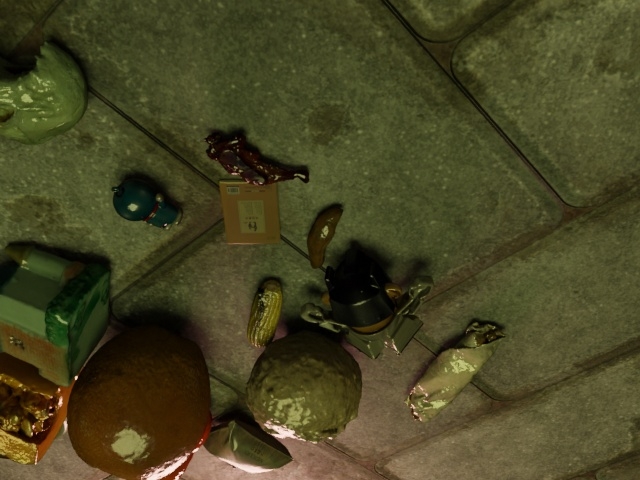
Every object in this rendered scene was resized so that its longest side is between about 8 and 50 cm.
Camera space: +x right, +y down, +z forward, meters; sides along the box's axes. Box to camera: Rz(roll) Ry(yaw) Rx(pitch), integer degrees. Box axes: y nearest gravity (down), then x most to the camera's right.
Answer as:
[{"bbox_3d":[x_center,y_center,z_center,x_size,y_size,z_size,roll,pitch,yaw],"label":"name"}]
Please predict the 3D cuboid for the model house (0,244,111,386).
[{"bbox_3d":[-0.665,0.135,1.536,0.325,0.194,0.267,20,134,1],"label":"model house"}]

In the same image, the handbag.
[{"bbox_3d":[-0.224,0.605,1.988,0.183,0.117,0.270,-24,130,32],"label":"handbag"}]

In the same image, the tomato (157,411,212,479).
[{"bbox_3d":[-0.411,0.536,1.848,0.180,0.259,0.259,27,130,2],"label":"tomato"}]

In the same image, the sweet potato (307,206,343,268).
[{"bbox_3d":[-0.002,0.000,1.458,0.053,0.054,0.182,18,134,-3],"label":"sweet potato"}]

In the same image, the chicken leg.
[{"bbox_3d":[-0.128,-0.147,1.324,0.219,0.048,0.089,28,130,-23],"label":"chicken leg"}]

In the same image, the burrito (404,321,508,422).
[{"bbox_3d":[0.329,0.346,1.763,0.117,0.076,0.392,23,127,-11],"label":"burrito"}]

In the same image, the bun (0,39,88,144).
[{"bbox_3d":[-0.519,-0.253,1.181,0.213,0.126,0.204,-22,131,19],"label":"bun"}]

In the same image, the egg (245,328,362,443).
[{"bbox_3d":[-0.035,0.353,1.647,0.311,0.279,0.279,15,133,-34],"label":"egg"}]

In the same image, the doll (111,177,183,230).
[{"bbox_3d":[-0.355,-0.072,1.379,0.152,0.085,0.114,29,139,-36],"label":"doll"}]

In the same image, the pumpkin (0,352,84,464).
[{"bbox_3d":[-0.733,0.372,1.665,0.226,0.256,0.303,22,99,-6],"label":"pumpkin"}]

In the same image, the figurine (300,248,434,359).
[{"bbox_3d":[0.110,0.145,1.533,0.309,0.143,0.308,-13,136,-13],"label":"figurine"}]

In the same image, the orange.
[{"bbox_3d":[-0.419,0.379,1.622,0.322,0.356,0.322,19,160,7],"label":"orange"}]

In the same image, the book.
[{"bbox_3d":[-0.146,-0.058,1.432,0.118,0.012,0.172,1,133,0],"label":"book"}]

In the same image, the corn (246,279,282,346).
[{"bbox_3d":[-0.131,0.175,1.613,0.072,0.072,0.203,9,132,-8],"label":"corn"}]

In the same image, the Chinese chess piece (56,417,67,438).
[{"bbox_3d":[-0.796,0.463,1.876,0.238,0.092,0.237,1,134,1],"label":"Chinese chess piece"}]
